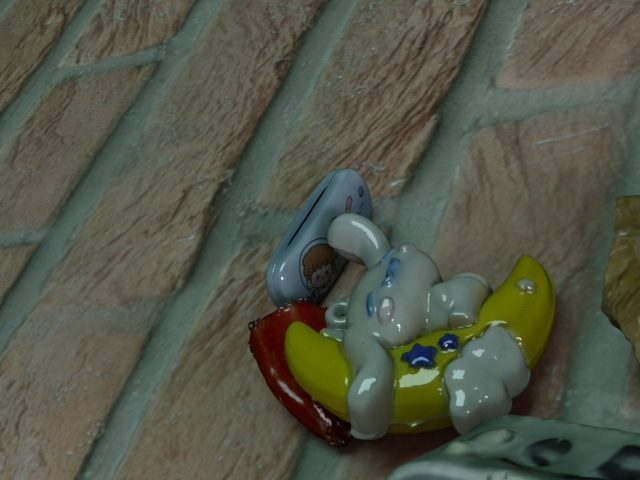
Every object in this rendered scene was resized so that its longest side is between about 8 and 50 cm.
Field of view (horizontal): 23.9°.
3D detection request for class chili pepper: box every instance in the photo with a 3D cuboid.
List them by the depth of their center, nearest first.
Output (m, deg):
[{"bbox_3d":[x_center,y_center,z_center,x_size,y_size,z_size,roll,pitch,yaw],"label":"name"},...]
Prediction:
[{"bbox_3d":[-0.005,0.131,1.380,0.088,0.065,0.169,-30,40,2],"label":"chili pepper"}]

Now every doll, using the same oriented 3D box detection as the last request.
[{"bbox_3d":[0.081,0.074,1.328,0.237,0.111,0.252,1,45,25],"label":"doll"}]

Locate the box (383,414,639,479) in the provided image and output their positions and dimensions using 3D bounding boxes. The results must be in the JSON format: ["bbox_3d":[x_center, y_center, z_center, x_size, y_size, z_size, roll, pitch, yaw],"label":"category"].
[{"bbox_3d":[0.215,0.288,0.701,0.396,0.396,0.111,3,19,42],"label":"box"}]

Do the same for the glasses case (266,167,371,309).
[{"bbox_3d":[0.000,0.000,1.530,0.045,0.067,0.178,1,45,37],"label":"glasses case"}]

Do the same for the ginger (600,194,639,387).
[{"bbox_3d":[0.354,0.036,1.177,0.270,0.123,0.219,-7,48,25],"label":"ginger"}]
